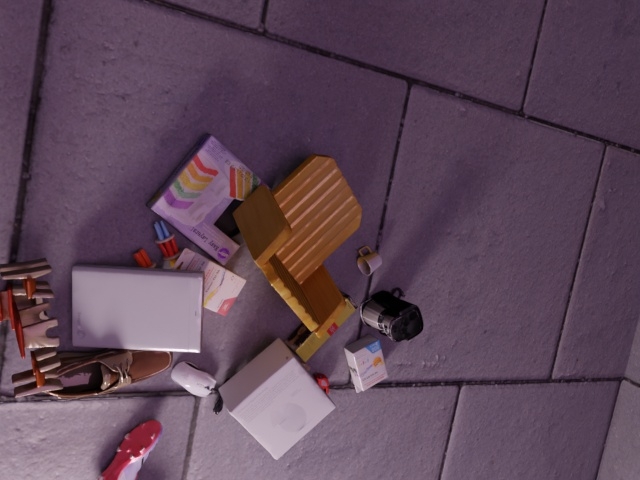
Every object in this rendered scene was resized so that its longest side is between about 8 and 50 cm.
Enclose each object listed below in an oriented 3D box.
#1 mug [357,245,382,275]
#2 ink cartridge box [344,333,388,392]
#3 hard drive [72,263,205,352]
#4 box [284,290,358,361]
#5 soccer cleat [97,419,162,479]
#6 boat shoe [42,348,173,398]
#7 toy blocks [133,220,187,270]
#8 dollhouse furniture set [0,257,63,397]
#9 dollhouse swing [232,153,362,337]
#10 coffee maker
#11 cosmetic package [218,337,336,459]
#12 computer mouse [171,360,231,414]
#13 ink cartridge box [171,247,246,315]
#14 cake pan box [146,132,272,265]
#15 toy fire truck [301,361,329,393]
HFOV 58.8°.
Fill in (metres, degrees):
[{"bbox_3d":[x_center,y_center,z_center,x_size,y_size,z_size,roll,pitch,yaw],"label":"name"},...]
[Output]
[{"bbox_3d":[0.157,0.061,1.762,0.064,0.062,0.078,-28,120,-30],"label":"mug"},{"bbox_3d":[0.152,0.408,1.830,0.104,0.061,0.181,-24,112,-23],"label":"ink cartridge box"},{"bbox_3d":[-0.443,0.166,1.386,0.308,0.040,0.203,4,100,-4],"label":"hard drive"},{"bbox_3d":[0.003,0.252,1.701,0.232,0.087,0.058,-44,118,-15],"label":"box"},{"bbox_3d":[-0.503,0.589,1.507,0.248,0.083,0.095,-53,149,-15],"label":"soccer cleat"},{"bbox_3d":[-0.523,0.328,1.406,0.324,0.116,0.123,-8,105,-27],"label":"boat shoe"},{"bbox_3d":[-0.416,0.035,1.439,0.123,0.054,0.148,-28,113,-22],"label":"toy blocks"},{"bbox_3d":[-0.651,0.172,1.219,0.135,0.259,0.262,-7,103,-31],"label":"dollhouse furniture set"},{"bbox_3d":[0.000,0.000,1.500,0.305,0.315,0.347,-33,130,0],"label":"dollhouse swing"},{"bbox_3d":[0.235,0.223,1.769,0.171,0.178,0.120,-48,119,-12],"label":"coffee maker"},{"bbox_3d":[-0.121,0.439,1.590,0.224,0.138,0.224,-39,118,-9],"label":"cosmetic package"},{"bbox_3d":[-0.327,0.402,1.574,0.193,0.042,0.106,37,83,-30],"label":"computer mouse"},{"bbox_3d":[-0.298,0.109,1.476,0.198,0.067,0.115,36,82,-52],"label":"ink cartridge box"},{"bbox_3d":[-0.273,-0.101,1.483,0.245,0.070,0.267,-51,120,-8],"label":"cake pan box"},{"bbox_3d":[-0.063,0.419,1.721,0.192,0.047,0.135,-7,104,-27],"label":"toy fire truck"}]
